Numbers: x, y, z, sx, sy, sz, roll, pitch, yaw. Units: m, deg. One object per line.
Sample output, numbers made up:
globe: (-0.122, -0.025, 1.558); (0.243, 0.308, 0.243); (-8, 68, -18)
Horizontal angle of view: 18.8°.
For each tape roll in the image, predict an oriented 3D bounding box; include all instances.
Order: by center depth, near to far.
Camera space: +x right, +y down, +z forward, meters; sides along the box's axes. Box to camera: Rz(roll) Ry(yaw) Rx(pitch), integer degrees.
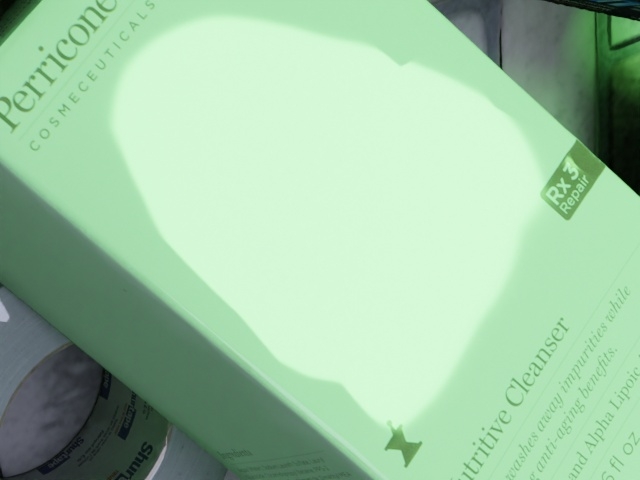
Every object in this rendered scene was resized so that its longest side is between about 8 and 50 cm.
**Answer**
tape roll: (-0.147, 0.093, 1.062); (0.219, 0.072, 0.219); (-17, 117, -36)

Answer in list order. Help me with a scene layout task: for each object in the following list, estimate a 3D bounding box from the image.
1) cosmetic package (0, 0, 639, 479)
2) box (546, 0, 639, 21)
cosmetic package: (0.000, 0.000, 0.968); (0.385, 0.156, 0.217); (40, 67, -15)
box: (0.172, -0.276, 1.073); (0.296, 0.073, 0.293); (8, 87, -20)
